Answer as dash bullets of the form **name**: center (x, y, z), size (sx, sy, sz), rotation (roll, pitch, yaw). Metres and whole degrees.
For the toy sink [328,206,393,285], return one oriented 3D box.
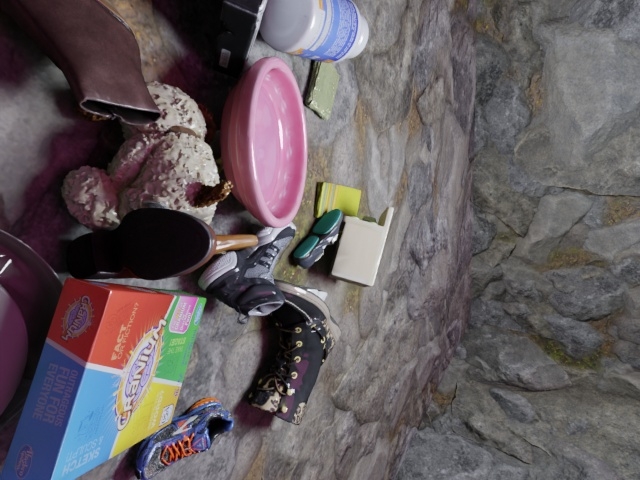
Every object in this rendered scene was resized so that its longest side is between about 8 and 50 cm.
- **toy sink**: center (0.110, 0.007, 1.232), size (0.153, 0.131, 0.234), rotation (107, -1, -83)

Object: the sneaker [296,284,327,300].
- **sneaker**: center (-0.029, 0.160, 1.171), size (0.152, 0.053, 0.061), rotation (28, 77, -57)

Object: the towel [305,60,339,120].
- **towel**: center (0.006, -0.402, 1.107), size (0.110, 0.027, 0.148), rotation (20, 80, -58)

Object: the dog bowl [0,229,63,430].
- **dog bowl**: center (-0.462, 0.133, 0.443), size (0.348, 0.102, 0.349), rotation (-19, 113, -54)

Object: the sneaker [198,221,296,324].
- **sneaker**: center (-0.118, 0.068, 0.905), size (0.153, 0.101, 0.268), rotation (49, 48, 4)

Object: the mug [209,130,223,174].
- **mug**: center (-0.195, -0.172, 0.837), size (0.064, 0.078, 0.062), rotation (25, 44, -65)

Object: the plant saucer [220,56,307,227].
- **plant saucer**: center (-0.110, -0.192, 0.861), size (0.332, 0.084, 0.332), rotation (3, 90, -75)

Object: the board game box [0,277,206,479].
- **board game box**: center (-0.292, 0.191, 0.643), size (0.316, 0.064, 0.242), rotation (57, 46, -79)

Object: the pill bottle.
- **pill bottle**: center (-0.001, -0.489, 0.958), size (0.272, 0.152, 0.152), rotation (-20, 114, -54)

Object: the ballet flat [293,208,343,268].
- **ballet flat**: center (0.000, 0.000, 1.158), size (0.203, 0.074, 0.074), rotation (-50, 137, -27)

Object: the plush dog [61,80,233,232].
- **plush dog**: center (-0.243, -0.141, 0.664), size (0.262, 0.210, 0.226), rotation (-2, 76, -57)

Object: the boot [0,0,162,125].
- **boot**: center (-0.315, -0.255, 0.504), size (0.248, 0.090, 0.207), rotation (-1, 62, -64)

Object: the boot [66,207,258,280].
- **boot**: center (-0.192, 0.017, 0.670), size (0.280, 0.264, 0.096), rotation (0, 75, -61)

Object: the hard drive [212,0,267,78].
- **hard drive**: center (-0.108, -0.487, 0.733), size (0.064, 0.237, 0.339), rotation (15, 82, -17)

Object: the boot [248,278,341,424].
- **boot**: center (-0.083, 0.283, 1.048), size (0.284, 0.138, 0.377), rotation (-65, 151, -23)

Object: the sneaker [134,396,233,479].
- **sneaker**: center (-0.262, 0.388, 0.833), size (0.221, 0.087, 0.083), rotation (-25, 118, -53)

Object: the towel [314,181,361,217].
- **towel**: center (0.055, -0.114, 1.267), size (0.237, 0.021, 0.102), rotation (-1, 104, -58)
